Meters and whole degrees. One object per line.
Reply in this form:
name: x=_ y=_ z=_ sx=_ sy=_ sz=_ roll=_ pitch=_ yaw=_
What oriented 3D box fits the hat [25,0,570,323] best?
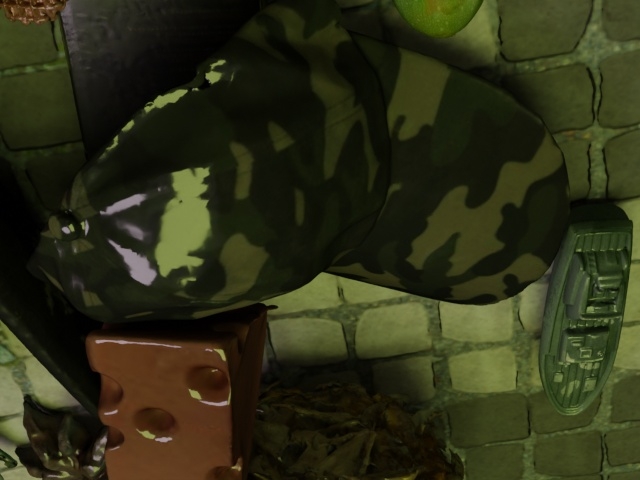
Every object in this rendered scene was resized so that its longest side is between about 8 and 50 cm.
hat: x=0.000 y=0.000 z=0.952 sx=0.382 sy=0.257 sz=0.366 roll=29 pitch=139 yaw=-8

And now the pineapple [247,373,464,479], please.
pineapple: x=-0.001 y=0.306 z=1.187 sx=0.352 sy=0.352 sz=0.300 roll=-2 pitch=123 yaw=-2

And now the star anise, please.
star anise: x=-0.244 y=0.242 z=1.253 sx=0.182 sy=0.065 sz=0.195 roll=20 pitch=143 yaw=11

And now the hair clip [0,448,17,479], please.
hair clip: x=-0.379 y=0.187 z=1.229 sx=0.049 sy=0.049 sz=0.173 roll=-27 pitch=124 yaw=19

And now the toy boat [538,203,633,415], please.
toy boat: x=0.252 y=0.081 z=1.146 sx=0.078 sy=0.085 sz=0.260 roll=-3 pitch=133 yaw=-2

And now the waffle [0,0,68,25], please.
waffle: x=-0.219 y=-0.196 z=0.881 sx=0.075 sy=0.029 sz=0.083 roll=37 pitch=132 yaw=-10

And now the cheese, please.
cheese: x=-0.114 y=0.149 z=1.023 sx=0.128 sy=0.203 sz=0.177 roll=3 pitch=97 yaw=6

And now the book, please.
book: x=-0.122 y=-0.156 z=0.942 sx=0.160 sy=0.024 sz=0.228 roll=-3 pitch=133 yaw=-1

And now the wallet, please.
wallet: x=-0.263 y=-0.003 z=0.979 sx=0.044 sy=0.170 sz=0.321 roll=-31 pitch=129 yaw=3

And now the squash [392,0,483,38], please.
squash: x=0.082 y=-0.223 z=0.853 sx=0.095 sy=0.095 sz=0.188 roll=-3 pitch=133 yaw=-2
